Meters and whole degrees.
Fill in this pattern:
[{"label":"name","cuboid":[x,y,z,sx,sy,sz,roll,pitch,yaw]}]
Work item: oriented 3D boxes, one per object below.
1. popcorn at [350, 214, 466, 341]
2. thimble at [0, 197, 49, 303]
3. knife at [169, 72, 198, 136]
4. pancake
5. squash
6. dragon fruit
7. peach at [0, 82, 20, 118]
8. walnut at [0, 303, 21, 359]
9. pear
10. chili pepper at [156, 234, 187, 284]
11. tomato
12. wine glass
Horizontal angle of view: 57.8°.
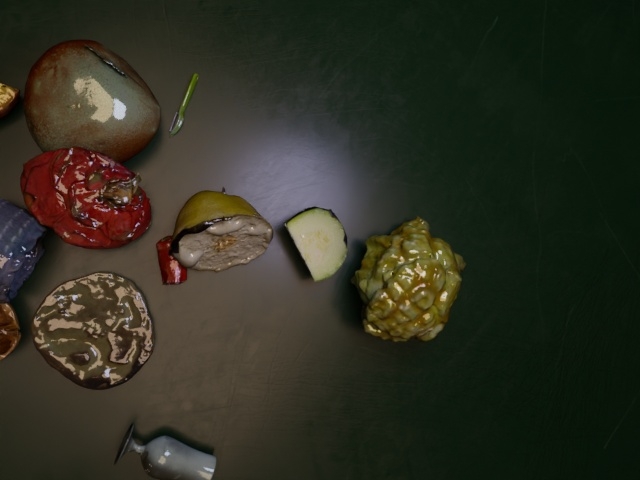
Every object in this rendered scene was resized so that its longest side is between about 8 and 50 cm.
[{"label":"popcorn","cuboid":[0.225,0.102,1.515,0.274,0.279,0.336,22,95,7]},{"label":"thimble","cuboid":[-0.730,0.020,1.298,0.172,0.236,0.205,28,109,-17]},{"label":"knife","cuboid":[-0.355,-0.353,1.515,0.026,0.022,0.184,18,84,13]},{"label":"pancake","cuboid":[-0.548,0.221,1.428,0.294,0.049,0.295,1,86,-11]},{"label":"squash","cuboid":[-0.017,0.006,1.566,0.184,0.085,0.192,-31,98,-42]},{"label":"dragon fruit","cuboid":[-0.522,-0.086,1.313,0.317,0.205,0.152,25,48,-26]},{"label":"peach","cuboid":[-0.804,-0.342,1.369,0.172,0.092,0.127,-11,95,-26]},{"label":"walnut","cuboid":[-0.798,0.196,1.347,0.211,0.087,0.167,13,91,-11]},{"label":"pear","cuboid":[-0.265,-0.045,1.454,0.267,0.267,0.178,-18,59,-14]},{"label":"chili pepper","cuboid":[-0.376,0.049,1.464,0.070,0.073,0.123,-9,94,-8]},{"label":"tomato","cuboid":[-0.537,-0.320,1.356,0.303,0.239,0.304,0,91,-12]},{"label":"wine glass","cuboid":[-0.378,0.540,1.429,0.231,0.103,0.103,27,82,-16]}]
